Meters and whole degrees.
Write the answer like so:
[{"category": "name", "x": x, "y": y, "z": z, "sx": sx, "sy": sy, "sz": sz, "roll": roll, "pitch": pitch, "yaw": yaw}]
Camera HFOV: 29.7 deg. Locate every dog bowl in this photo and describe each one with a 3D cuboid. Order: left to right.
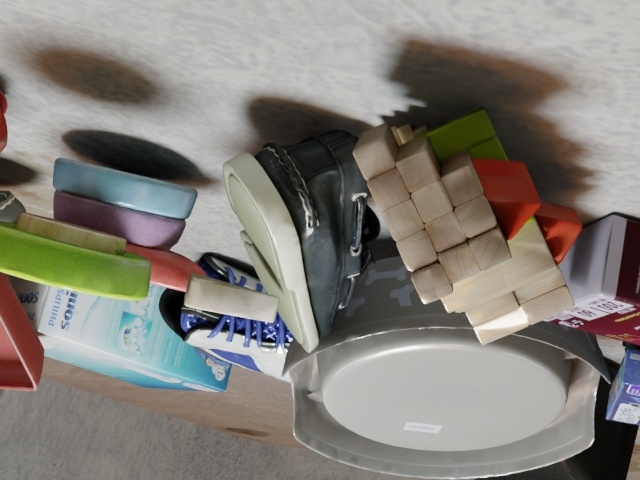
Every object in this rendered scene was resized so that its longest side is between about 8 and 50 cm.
[{"category": "dog bowl", "x": 0.127, "y": 0.134, "z": 1.249, "sx": 0.348, "sy": 0.102, "sz": 0.349, "roll": 3, "pitch": 147, "yaw": 2}]

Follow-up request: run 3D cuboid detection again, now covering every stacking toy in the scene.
[{"category": "stacking toy", "x": -0.189, "y": -0.038, "z": 0.986, "sx": 0.279, "sy": 0.130, "sz": 0.309, "roll": 15, "pitch": -179, "yaw": 43}]

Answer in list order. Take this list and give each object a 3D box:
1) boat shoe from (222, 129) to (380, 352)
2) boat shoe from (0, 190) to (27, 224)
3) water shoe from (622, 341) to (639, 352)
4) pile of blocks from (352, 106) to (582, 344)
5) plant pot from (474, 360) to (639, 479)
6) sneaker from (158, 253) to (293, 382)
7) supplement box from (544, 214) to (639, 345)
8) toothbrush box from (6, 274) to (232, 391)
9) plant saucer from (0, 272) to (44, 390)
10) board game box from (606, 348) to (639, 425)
[{"category": "boat shoe", "x": -0.002, "y": -0.003, "z": 1.025, "sx": 0.113, "sy": 0.127, "sz": 0.340, "roll": -31, "pitch": 157, "yaw": -8}, {"category": "boat shoe", "x": -0.408, "y": -0.026, "z": 1.270, "sx": 0.305, "sy": 0.091, "sz": 0.109, "roll": -2, "pitch": -157, "yaw": 46}, {"category": "water shoe", "x": 0.360, "y": 0.131, "z": 1.275, "sx": 0.073, "sy": 0.080, "sz": 0.203, "roll": 4, "pitch": 163, "yaw": 28}, {"category": "pile of blocks", "x": 0.124, "y": -0.023, "z": 0.882, "sx": 0.112, "sy": 0.149, "sz": 0.362, "roll": -24, "pitch": 164, "yaw": 10}, {"category": "plant pot", "x": 0.278, "y": 0.224, "z": 1.521, "sx": 0.187, "sy": 0.188, "sz": 0.167, "roll": 2, "pitch": 150, "yaw": 37}, {"category": "sneaker", "x": -0.069, "y": 0.102, "z": 1.429, "sx": 0.315, "sy": 0.128, "sz": 0.182, "roll": 6, "pitch": 166, "yaw": 29}, {"category": "supplement box", "x": 0.321, "y": 0.054, "z": 1.034, "sx": 0.239, "sy": 0.073, "sz": 0.130, "roll": 14, "pitch": 165, "yaw": -11}, {"category": "toothbrush box", "x": -0.287, "y": 0.108, "z": 1.630, "sx": 0.295, "sy": 0.126, "sz": 0.216, "roll": 22, "pitch": 163, "yaw": -35}, {"category": "plant saucer", "x": -0.447, "y": 0.062, "z": 1.496, "sx": 0.047, "sy": 0.259, "sz": 0.258, "roll": -33, "pitch": -163, "yaw": -36}, {"category": "board game box", "x": 0.351, "y": 0.153, "z": 1.161, "sx": 0.136, "sy": 0.035, "sz": 0.201, "roll": 9, "pitch": 164, "yaw": 11}]
